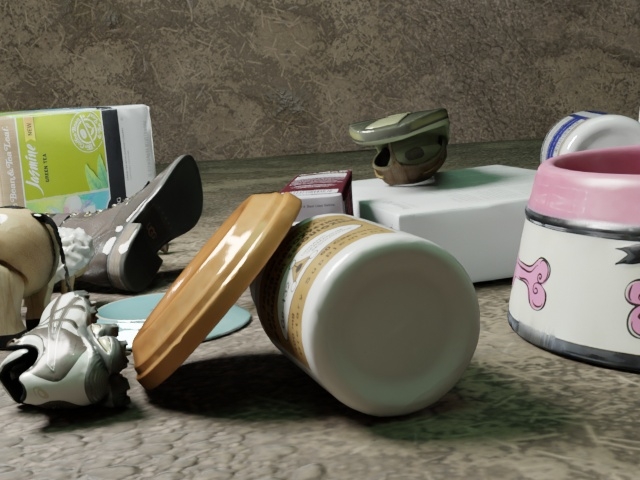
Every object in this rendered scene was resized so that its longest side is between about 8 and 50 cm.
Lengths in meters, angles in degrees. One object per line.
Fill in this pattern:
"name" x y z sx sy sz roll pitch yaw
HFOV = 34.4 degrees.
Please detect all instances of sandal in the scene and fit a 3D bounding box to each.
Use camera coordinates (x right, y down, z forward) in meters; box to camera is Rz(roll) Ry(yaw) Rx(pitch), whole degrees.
"sandal" 0.120 -0.113 1.353 0.120 0.086 0.303 -9 -7 14

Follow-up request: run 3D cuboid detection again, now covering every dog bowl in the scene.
"dog bowl" 0.368 -0.005 0.921 0.408 0.150 0.408 -5 9 1

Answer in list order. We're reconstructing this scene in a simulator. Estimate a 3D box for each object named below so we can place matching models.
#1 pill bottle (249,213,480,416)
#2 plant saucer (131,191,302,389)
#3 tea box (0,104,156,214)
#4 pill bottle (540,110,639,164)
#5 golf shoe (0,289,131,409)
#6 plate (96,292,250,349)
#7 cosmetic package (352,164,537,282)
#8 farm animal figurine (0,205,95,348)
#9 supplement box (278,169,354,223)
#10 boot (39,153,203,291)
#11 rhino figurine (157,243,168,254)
"pill bottle" 0.020 0.047 0.820 0.131 0.131 0.229 -7 10 -17
"plant saucer" -0.091 0.033 0.846 0.200 0.037 0.200 -48 9 10
"tea box" -0.506 -0.109 1.747 0.329 0.220 0.323 3 12 37
"pill bottle" 0.428 -0.126 1.614 0.153 0.153 0.264 -4 10 4
"golf shoe" -0.223 0.089 0.850 0.094 0.077 0.198 -9 9 -24
"plate" -0.165 0.077 1.057 0.188 0.024 0.188 -4 8 1
"cosmetic package" 0.173 -0.027 1.307 0.284 0.097 0.377 -5 9 -13
"farm animal figurine" -0.410 0.024 1.035 0.327 0.172 0.330 -5 9 -4
"supplement box" 0.000 0.000 1.119 0.073 0.130 0.239 -4 8 6
"boot" -0.294 -0.024 1.337 0.229 0.091 0.263 1 38 25
"rhino figurine" -0.277 -0.010 1.496 0.106 0.073 0.243 -1 8 1
